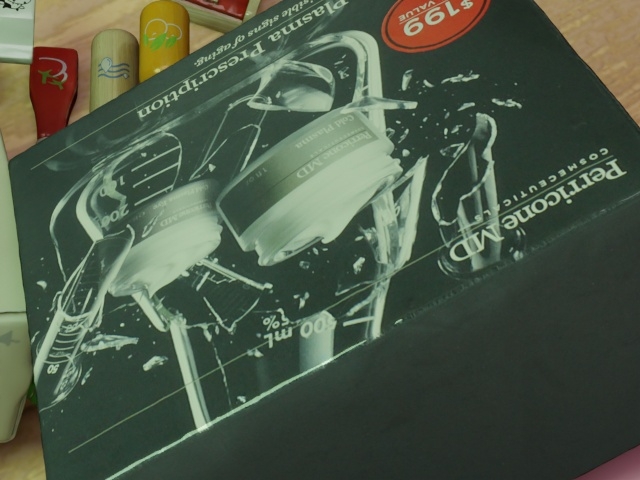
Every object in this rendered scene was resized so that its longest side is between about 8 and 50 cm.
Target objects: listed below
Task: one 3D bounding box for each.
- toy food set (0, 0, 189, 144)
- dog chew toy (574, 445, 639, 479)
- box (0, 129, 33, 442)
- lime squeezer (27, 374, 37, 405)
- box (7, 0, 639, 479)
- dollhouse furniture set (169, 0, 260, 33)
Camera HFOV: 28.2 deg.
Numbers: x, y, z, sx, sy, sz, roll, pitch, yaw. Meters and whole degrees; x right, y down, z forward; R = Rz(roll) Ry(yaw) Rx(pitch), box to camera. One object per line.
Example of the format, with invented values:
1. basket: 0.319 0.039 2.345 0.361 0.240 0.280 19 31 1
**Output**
1. toy food set: -0.223 -0.128 1.002 0.232 0.111 0.104 3 65 -14
2. dog chew toy: 0.174 0.183 0.804 0.332 0.206 0.206 -11 66 11
3. box: -0.280 0.009 0.866 0.127 0.148 0.232 -2 49 -26
4. lime squeezer: -0.173 0.101 0.952 0.110 0.059 0.310 0 60 -46
5. box: 0.014 0.011 0.759 0.343 0.179 0.312 -30 41 5
6. dollhouse furniture set: -0.039 -0.205 1.068 0.184 0.129 0.129 18 63 -5
